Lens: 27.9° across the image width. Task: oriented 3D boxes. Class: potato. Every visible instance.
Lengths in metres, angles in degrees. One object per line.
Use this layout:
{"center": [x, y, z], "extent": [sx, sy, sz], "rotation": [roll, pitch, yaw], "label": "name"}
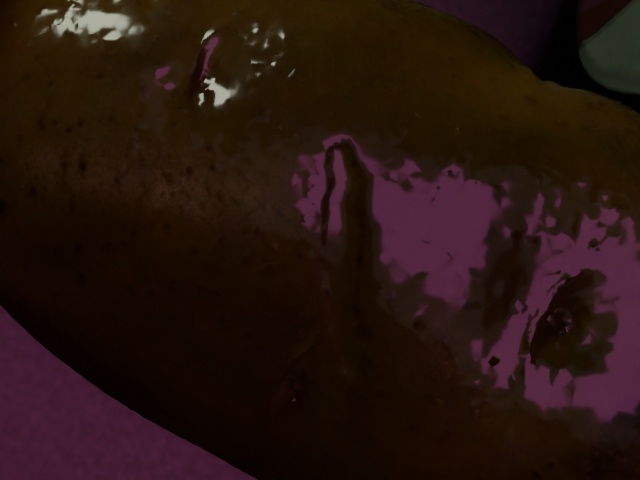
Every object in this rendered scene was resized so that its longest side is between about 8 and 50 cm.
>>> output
{"center": [0.000, 0.000, 0.535], "extent": [0.369, 0.195, 0.176], "rotation": [23, 45, 0], "label": "potato"}

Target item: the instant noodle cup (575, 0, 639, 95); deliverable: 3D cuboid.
{"center": [0.252, -0.123, 0.556], "extent": [0.178, 0.235, 0.235], "rotation": [30, 82, -17], "label": "instant noodle cup"}
